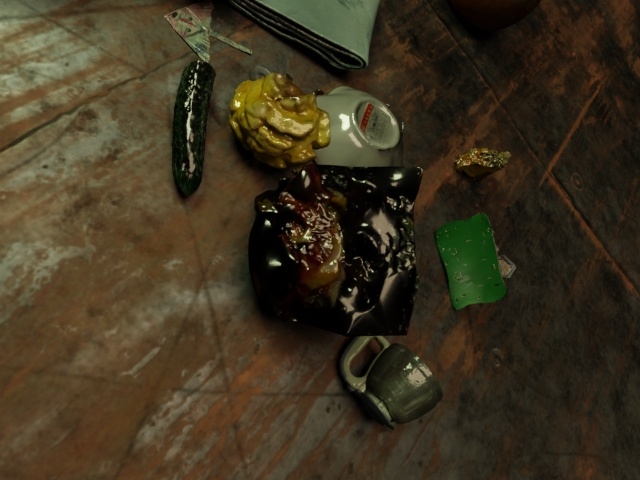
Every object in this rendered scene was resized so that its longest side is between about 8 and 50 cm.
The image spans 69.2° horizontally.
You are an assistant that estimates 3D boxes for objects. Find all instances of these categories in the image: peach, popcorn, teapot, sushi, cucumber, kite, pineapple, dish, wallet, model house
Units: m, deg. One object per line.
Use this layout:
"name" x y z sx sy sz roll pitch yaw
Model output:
"peach" 0.443 -0.658 1.145 0.252 0.252 0.253 11 68 -28
"popcorn" -0.062 -0.186 0.728 0.167 0.152 0.148 29 19 -17
"teapot" 0.103 0.213 0.702 0.108 0.111 0.149 -36 99 -21
"sushi" 0.000 0.001 0.673 0.212 0.215 0.227 6 91 -25
"cucumber" -0.192 -0.168 0.691 0.058 0.052 0.215 35 52 -59
"kite" -0.187 -0.356 0.788 0.152 0.005 0.138 8 70 -30
"pineapple" 0.360 -0.165 1.004 0.114 0.114 0.077 -19 102 -31
"dish" 0.085 -0.200 0.852 0.229 0.081 0.230 11 68 -28
"wallet" -0.017 -0.478 0.908 0.290 0.054 0.252 25 56 -15
"model house" 0.306 0.040 0.898 0.088 0.117 0.167 4 69 -48
